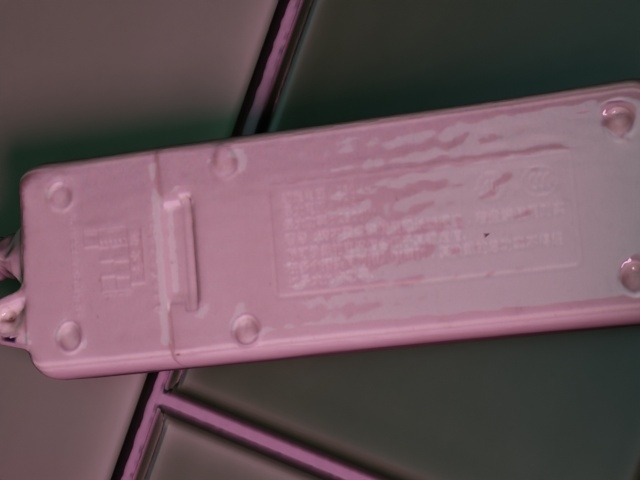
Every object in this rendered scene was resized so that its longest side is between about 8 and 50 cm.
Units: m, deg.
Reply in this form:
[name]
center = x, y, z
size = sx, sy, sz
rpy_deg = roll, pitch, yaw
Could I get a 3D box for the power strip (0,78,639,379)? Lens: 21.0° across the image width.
[power strip]
center = 0.000, 0.000, 0.732
size = 0.338, 0.058, 0.098
rpy_deg = -6, 84, 17
